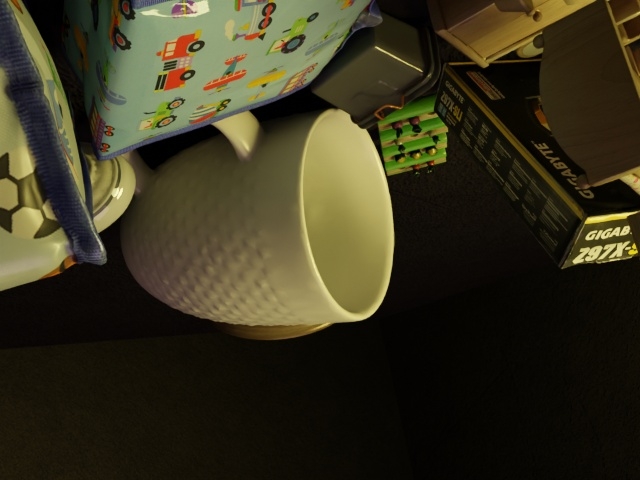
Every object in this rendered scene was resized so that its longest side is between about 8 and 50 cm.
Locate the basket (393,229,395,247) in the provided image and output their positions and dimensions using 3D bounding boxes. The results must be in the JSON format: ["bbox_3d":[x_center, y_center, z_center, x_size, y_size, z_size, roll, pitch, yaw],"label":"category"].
[{"bbox_3d":[0.000,0.000,1.277,0.204,0.154,0.227,15,155,-42],"label":"basket"}]

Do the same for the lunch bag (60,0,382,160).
[{"bbox_3d":[-0.060,-0.199,0.565,0.293,0.138,0.221,-14,166,-29],"label":"lunch bag"}]

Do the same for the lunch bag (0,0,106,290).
[{"bbox_3d":[-0.338,-0.068,0.429,0.327,0.239,0.385,-18,-156,-18],"label":"lunch bag"}]

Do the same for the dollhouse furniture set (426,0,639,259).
[{"bbox_3d":[0.252,-0.110,0.633,0.173,0.356,0.303,-22,160,36],"label":"dollhouse furniture set"}]

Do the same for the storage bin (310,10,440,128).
[{"bbox_3d":[0.053,-0.193,0.717,0.091,0.098,0.135,14,152,-37],"label":"storage bin"}]

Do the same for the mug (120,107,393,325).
[{"bbox_3d":[-0.120,-0.048,0.849,0.328,0.276,0.374,-6,139,27],"label":"mug"}]

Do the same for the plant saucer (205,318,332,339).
[{"bbox_3d":[-0.068,0.067,1.053,0.277,0.041,0.278,-4,-151,2],"label":"plant saucer"}]

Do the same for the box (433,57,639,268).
[{"bbox_3d":[0.323,-0.115,0.766,0.257,0.322,0.079,-5,133,-17],"label":"box"}]

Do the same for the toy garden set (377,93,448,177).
[{"bbox_3d":[0.199,-0.161,1.010,0.203,0.049,0.244,-13,165,7],"label":"toy garden set"}]

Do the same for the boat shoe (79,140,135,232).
[{"bbox_3d":[-0.406,-0.075,0.720,0.367,0.136,0.156,0,161,14],"label":"boat shoe"}]
